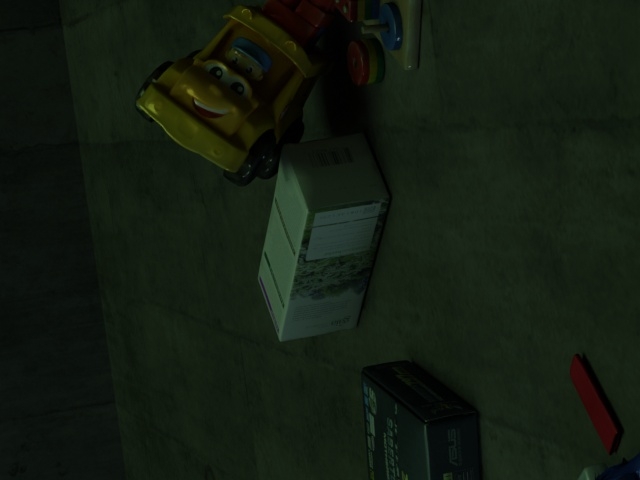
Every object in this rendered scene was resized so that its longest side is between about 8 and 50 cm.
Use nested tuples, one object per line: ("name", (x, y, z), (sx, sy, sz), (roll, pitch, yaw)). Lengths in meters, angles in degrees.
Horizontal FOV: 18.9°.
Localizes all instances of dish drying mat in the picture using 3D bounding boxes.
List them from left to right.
("dish drying mat", (0.222, 0.132, 1.555), (0.032, 0.008, 0.083), (98, 155, -47))

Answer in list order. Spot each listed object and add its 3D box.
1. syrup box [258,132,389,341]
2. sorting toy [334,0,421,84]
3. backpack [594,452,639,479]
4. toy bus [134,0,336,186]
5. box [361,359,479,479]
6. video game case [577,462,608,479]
("syrup box", (0.000, 0.000, 2.064), (0.237, 0.093, 0.096), (103, 152, -52))
("sorting toy", (0.053, -0.256, 1.844), (0.132, 0.046, 0.274), (-124, 30, -54))
("backpack", (0.238, 0.196, 1.384), (0.120, 0.101, 0.098), (124, 140, -74))
("toy bus", (-0.066, -0.180, 1.999), (0.211, 0.149, 0.220), (-53, -6, 14))
("box", (0.102, 0.255, 1.921), (0.183, 0.059, 0.232), (-146, 49, -66))
("video game case", (0.229, 0.279, 1.519), (0.190, 0.022, 0.173), (91, 165, -71))
